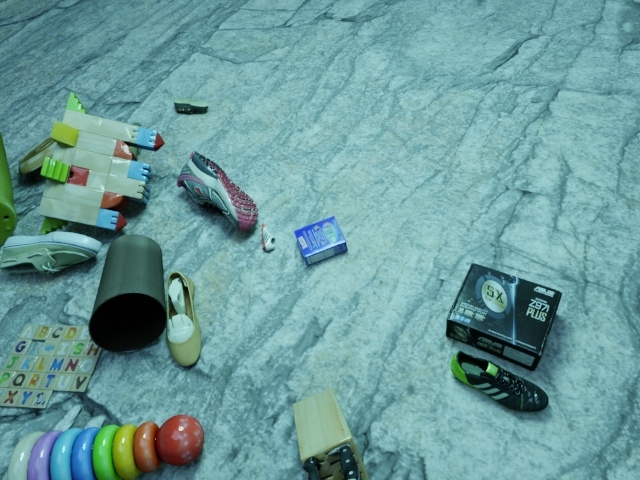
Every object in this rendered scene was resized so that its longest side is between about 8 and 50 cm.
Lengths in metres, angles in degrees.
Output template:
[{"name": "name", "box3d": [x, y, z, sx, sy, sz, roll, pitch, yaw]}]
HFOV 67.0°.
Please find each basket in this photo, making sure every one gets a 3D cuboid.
[{"name": "basket", "box3d": [-0.432, 0.104, 1.111, 0.154, 0.204, 0.227, 15, 36, -28]}]

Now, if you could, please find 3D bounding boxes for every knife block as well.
[{"name": "knife block", "box3d": [0.015, 0.339, 0.778, 0.088, 0.242, 0.276, -21, 51, -6]}]

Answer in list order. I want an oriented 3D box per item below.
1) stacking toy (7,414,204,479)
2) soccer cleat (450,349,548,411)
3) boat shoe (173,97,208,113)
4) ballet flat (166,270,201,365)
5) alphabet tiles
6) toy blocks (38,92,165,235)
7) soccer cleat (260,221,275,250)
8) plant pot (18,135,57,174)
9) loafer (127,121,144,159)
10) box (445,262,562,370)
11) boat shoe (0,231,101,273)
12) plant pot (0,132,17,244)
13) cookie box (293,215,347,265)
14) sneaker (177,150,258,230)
[{"name": "stacking toy", "box3d": [-0.381, 0.402, 0.901, 0.329, 0.141, 0.141, -10, 51, -3]}, {"name": "soccer cleat", "box3d": [0.324, 0.256, 0.883, 0.178, 0.072, 0.060, 20, 59, 25]}, {"name": "boat shoe", "box3d": [-0.430, -0.448, 1.615, 0.132, 0.042, 0.049, 10, 35, 20]}, {"name": "ballet flat", "box3d": [-0.320, 0.169, 1.090, 0.079, 0.073, 0.232, -18, 51, -4]}, {"name": "alphabet tiles", "box3d": [-0.620, 0.284, 1.108, 0.236, 0.009, 0.199, -1, 52, 12]}, {"name": "toy blocks", "box3d": [-0.583, -0.176, 1.324, 0.260, 0.190, 0.382, 12, 83, -10]}, {"name": "soccer cleat", "box3d": [-0.132, -0.011, 1.220, 0.035, 0.029, 0.083, -7, 54, -4]}, {"name": "plant pot", "box3d": [-0.865, -0.295, 1.539, 0.236, 0.032, 0.236, -22, 34, 16]}, {"name": "loafer", "box3d": [-0.588, -0.249, 1.471, 0.087, 0.094, 0.252, 14, 66, 11]}, {"name": "box", "box3d": [0.359, 0.147, 0.957, 0.180, 0.078, 0.147, 20, 59, 25]}, {"name": "boat shoe", "box3d": [-0.708, 0.041, 1.270, 0.301, 0.109, 0.094, -4, 67, 21]}, {"name": "plant pot", "box3d": [-1.034, -0.147, 1.345, 0.366, 0.367, 0.353, -34, 65, -15]}, {"name": "cookie box", "box3d": [0.000, 0.000, 1.172, 0.107, 0.040, 0.092, -20, 52, -4]}, {"name": "sneaker", "box3d": [-0.274, -0.116, 1.291, 0.112, 0.120, 0.299, -52, 56, 9]}]
